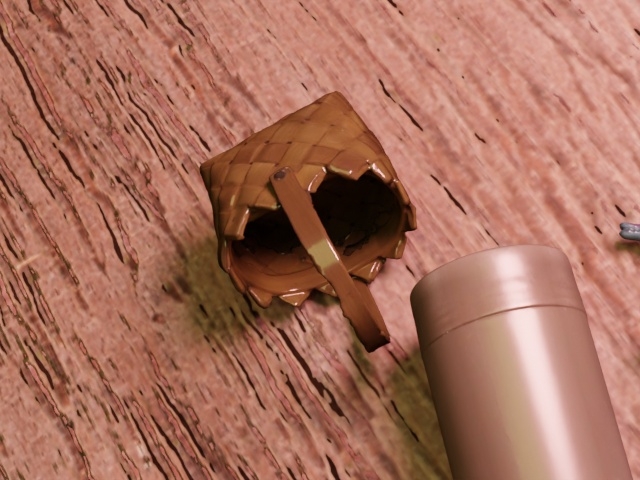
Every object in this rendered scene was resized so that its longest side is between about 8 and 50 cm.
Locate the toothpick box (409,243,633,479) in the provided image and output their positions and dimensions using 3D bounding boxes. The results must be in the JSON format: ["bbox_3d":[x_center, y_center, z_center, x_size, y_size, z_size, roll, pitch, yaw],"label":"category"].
[{"bbox_3d":[0.127,0.103,0.751,0.111,0.111,0.180,-17,66,12],"label":"toothpick box"}]

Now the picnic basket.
[{"bbox_3d":[0.000,0.000,0.825,0.138,0.128,0.178,-29,53,8],"label":"picnic basket"}]

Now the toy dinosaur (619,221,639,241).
[{"bbox_3d":[0.257,0.055,0.762,0.080,0.045,0.197,-38,58,-10],"label":"toy dinosaur"}]
